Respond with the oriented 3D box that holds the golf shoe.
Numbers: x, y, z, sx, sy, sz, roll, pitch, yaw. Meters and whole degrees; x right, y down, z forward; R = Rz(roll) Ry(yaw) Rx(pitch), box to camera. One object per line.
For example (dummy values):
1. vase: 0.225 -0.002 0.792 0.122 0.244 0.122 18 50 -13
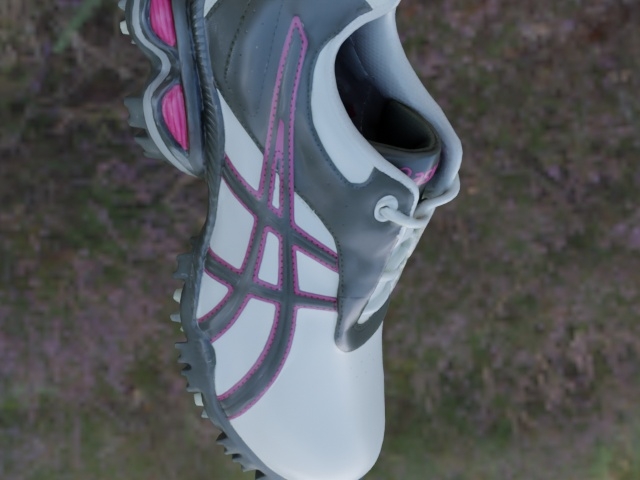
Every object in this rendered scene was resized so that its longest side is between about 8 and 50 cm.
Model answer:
1. golf shoe: 0.000 0.000 0.693 0.120 0.273 0.105 3 -150 29
